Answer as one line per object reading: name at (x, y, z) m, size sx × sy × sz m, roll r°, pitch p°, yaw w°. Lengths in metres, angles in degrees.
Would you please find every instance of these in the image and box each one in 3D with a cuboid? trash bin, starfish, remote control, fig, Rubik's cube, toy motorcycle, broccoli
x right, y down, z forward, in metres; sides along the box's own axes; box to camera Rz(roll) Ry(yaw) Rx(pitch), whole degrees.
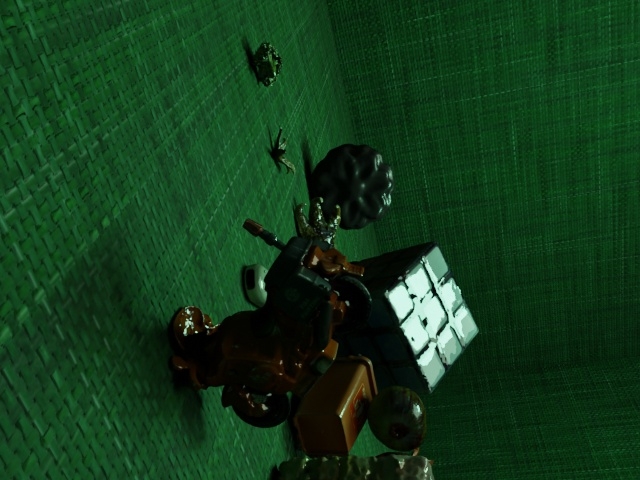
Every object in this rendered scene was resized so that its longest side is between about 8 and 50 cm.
trash bin at (0.021, 0.386, 1.421) m, size 0.239 × 0.184 × 0.161 m, roll -47°, pitch 129°, yaw -62°
starfish at (-0.001, 0.001, 1.708) m, size 0.238 × 0.216 × 0.071 m, roll 58°, pitch -30°, yaw -3°
starfish at (-0.101, -0.227, 1.556) m, size 0.130 × 0.041 × 0.133 m, roll -80°, pitch 153°, yaw -83°
remote control at (-0.106, 0.108, 1.270) m, size 0.221 × 0.042 × 0.078 m, roll 55°, pitch 30°, yaw -67°
fig at (0.190, 0.403, 1.448) m, size 0.245 × 0.149 × 0.149 m, roll -33°, pitch 114°, yaw -79°
Rubik's cube at (0.196, 0.218, 1.656) m, size 0.303 × 0.305 × 0.301 m, roll -36°, pitch 104°, yaw -41°
toy motorcycle at (-0.082, 0.123, 0.851) m, size 0.326 × 0.221 × 0.148 m, roll -54°, pitch -174°, yaw 25°
broccoli at (-0.131, -0.429, 1.489) m, size 0.095 × 0.097 × 0.092 m, roll 29°, pitch 40°, yaw -36°

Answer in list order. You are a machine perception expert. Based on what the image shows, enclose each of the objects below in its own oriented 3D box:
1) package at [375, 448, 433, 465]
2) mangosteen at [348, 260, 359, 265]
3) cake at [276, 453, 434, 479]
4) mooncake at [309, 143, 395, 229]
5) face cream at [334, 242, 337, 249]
package at (0.134, 0.590, 1.472) m, size 0.109 × 0.288 × 0.223 m, roll 66°, pitch 6°, yaw 29°
mangosteen at (0.143, 0.172, 2.036) m, size 0.192 × 0.217 × 0.192 m, roll 19°, pitch 90°, yaw -79°
cake at (0.079, 0.588, 1.149) m, size 0.293 × 0.306 × 0.314 m, roll 71°, pitch 15°, yaw -47°
mooncake at (0.104, -0.173, 1.960) m, size 0.141 × 0.282 × 0.283 m, roll -70°, pitch 150°, yaw -80°
face cream at (0.019, 0.177, 1.761) m, size 0.137 × 0.084 × 0.342 m, roll 23°, pitch 61°, yaw -65°
